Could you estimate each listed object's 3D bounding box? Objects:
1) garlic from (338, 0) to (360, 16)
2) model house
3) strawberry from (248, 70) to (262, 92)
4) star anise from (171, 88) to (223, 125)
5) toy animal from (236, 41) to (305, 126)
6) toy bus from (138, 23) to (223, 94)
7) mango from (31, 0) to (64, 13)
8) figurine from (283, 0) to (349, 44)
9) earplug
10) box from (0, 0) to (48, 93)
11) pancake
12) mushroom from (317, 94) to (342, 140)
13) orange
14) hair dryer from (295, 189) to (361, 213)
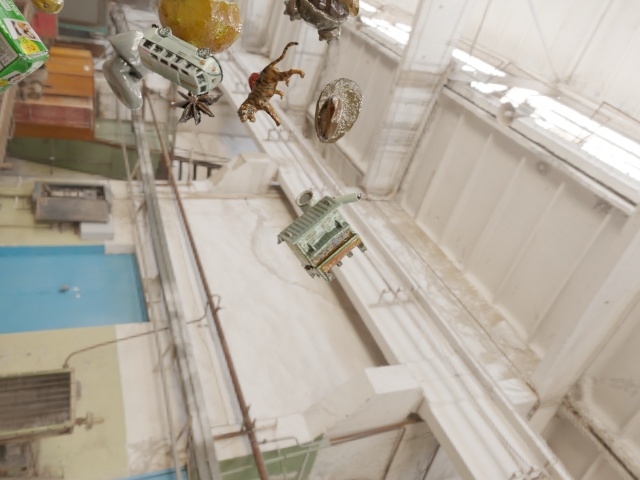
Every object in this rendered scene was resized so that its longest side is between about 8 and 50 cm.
[{"bbox_3d":[0.087,-0.753,1.642,0.152,0.066,0.084,-96,172,-55],"label":"garlic"},{"bbox_3d":[0.000,0.000,1.754,0.215,0.224,0.198,53,-15,-11],"label":"model house"},{"bbox_3d":[-0.214,-0.559,1.895,0.106,0.106,0.106,179,-90,-65],"label":"strawberry"},{"bbox_3d":[-0.458,-0.512,1.958,0.061,0.180,0.205,80,20,-77],"label":"star anise"},{"bbox_3d":[-0.122,-0.416,1.351,0.255,0.116,0.114,-55,-150,40],"label":"toy animal"},{"bbox_3d":[-0.316,-0.400,1.178,0.089,0.193,0.087,-55,169,-26],"label":"toy bus"},{"bbox_3d":[-0.909,-0.821,1.728,0.195,0.091,0.130,59,2,35],"label":"mango"},{"bbox_3d":[0.043,-0.932,1.903,0.381,0.248,0.203,-55,-153,21],"label":"figurine"},{"bbox_3d":[-0.753,-0.668,2.065,0.214,0.175,0.326,45,-49,15],"label":"earplug"},{"bbox_3d":[-0.792,-0.449,1.238,0.180,0.250,0.103,59,21,-19],"label":"box"},{"bbox_3d":[0.064,-0.460,1.868,0.031,0.250,0.250,33,-56,32],"label":"pancake"},{"bbox_3d":[0.027,-0.330,1.411,0.123,0.052,0.123,-169,-90,-77],"label":"mushroom"},{"bbox_3d":[-0.335,-0.586,1.406,0.237,0.179,0.159,27,-93,22],"label":"orange"},{"bbox_3d":[0.043,-0.132,1.864,0.236,0.131,0.073,-13,-132,23],"label":"hair dryer"}]
